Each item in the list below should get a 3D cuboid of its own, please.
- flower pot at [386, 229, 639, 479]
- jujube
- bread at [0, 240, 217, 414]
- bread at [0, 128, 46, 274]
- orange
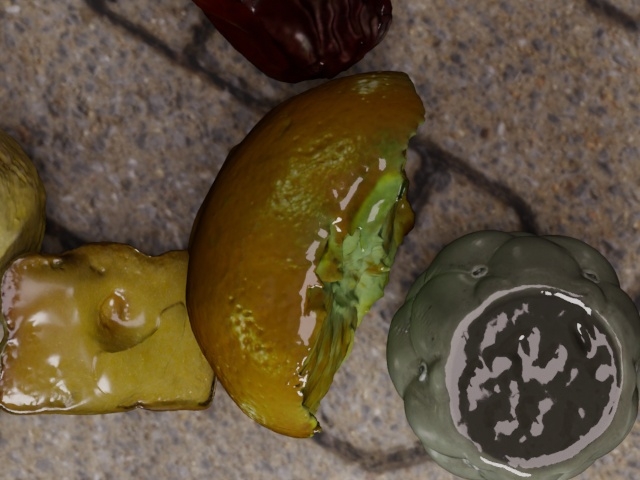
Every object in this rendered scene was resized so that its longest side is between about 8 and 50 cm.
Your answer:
[{"bbox_3d":[0.181,0.108,1.514,0.246,0.195,0.246,0,97,-2],"label":"flower pot"},{"bbox_3d":[-0.069,-0.290,1.435,0.216,0.216,0.342,-40,117,2],"label":"jujube"},{"bbox_3d":[-0.201,0.080,1.513,0.233,0.088,0.161,3,91,-39],"label":"bread"},{"bbox_3d":[-0.346,-0.019,1.480,0.197,0.170,0.197,0,91,7],"label":"bread"},{"bbox_3d":[-0.010,-0.003,1.451,0.196,0.262,0.334,29,91,-6],"label":"orange"}]
